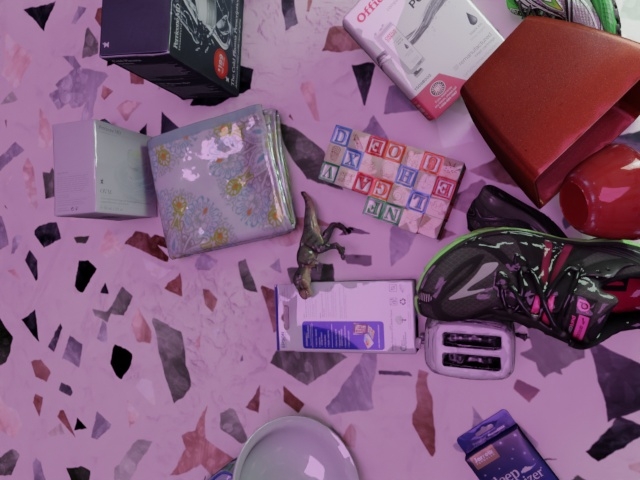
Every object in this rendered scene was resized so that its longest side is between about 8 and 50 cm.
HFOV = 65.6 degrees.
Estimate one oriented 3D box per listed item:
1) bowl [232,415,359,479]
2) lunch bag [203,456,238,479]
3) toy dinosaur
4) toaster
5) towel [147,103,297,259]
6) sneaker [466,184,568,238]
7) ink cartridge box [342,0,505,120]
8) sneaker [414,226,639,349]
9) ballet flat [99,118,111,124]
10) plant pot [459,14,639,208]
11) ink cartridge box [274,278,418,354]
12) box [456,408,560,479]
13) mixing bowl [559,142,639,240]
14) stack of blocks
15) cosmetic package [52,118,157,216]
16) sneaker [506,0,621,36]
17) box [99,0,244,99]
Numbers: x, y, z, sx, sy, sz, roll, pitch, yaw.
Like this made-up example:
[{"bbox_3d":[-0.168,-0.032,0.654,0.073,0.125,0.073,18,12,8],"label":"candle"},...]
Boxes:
[{"bbox_3d":[-0.070,0.563,1.114,0.298,0.297,0.134,49,138,13],"label":"bowl"},{"bbox_3d":[-0.192,0.699,1.209,0.303,0.115,0.243,45,105,13],"label":"lunch bag"},{"bbox_3d":[0.000,0.000,1.151,0.118,0.064,0.269,0,67,9],"label":"toy dinosaur"},{"bbox_3d":[0.313,0.215,1.021,0.226,0.146,0.129,3,91,19],"label":"toaster"},{"bbox_3d":[-0.251,-0.142,1.247,0.373,0.090,0.321,-12,85,18],"label":"towel"},{"bbox_3d":[0.402,-0.009,1.032,0.227,0.087,0.130,28,126,-2],"label":"sneaker"},{"bbox_3d":[0.210,-0.425,1.033,0.283,0.117,0.207,44,104,-7],"label":"ink cartridge box"},{"bbox_3d":[0.413,0.085,0.895,0.481,0.202,0.186,-3,113,3],"label":"sneaker"},{"bbox_3d":[-0.637,-0.241,1.390,0.074,0.074,0.204,11,95,18],"label":"ballet flat"},{"bbox_3d":[0.422,-0.254,0.941,0.267,0.267,0.236,-47,67,13],"label":"plant pot"},{"bbox_3d":[0.057,0.175,1.152,0.332,0.065,0.166,-2,89,17],"label":"ink cartridge box"},{"bbox_3d":[0.406,0.488,1.047,0.136,0.036,0.225,-40,77,14],"label":"box"},{"bbox_3d":[0.504,-0.076,0.902,0.098,0.181,0.182,-14,85,-4],"label":"mixing bowl"},{"bbox_3d":[0.151,-0.130,1.110,0.296,0.087,0.171,21,97,18],"label":"stack of blocks"},{"bbox_3d":[-0.545,-0.171,1.274,0.138,0.224,0.225,-4,89,19],"label":"cosmetic package"},{"bbox_3d":[0.470,-0.479,0.998,0.146,0.134,0.344,-37,69,22],"label":"sneaker"},{"bbox_3d":[-0.327,-0.542,1.158,0.178,0.312,0.344,3,91,19],"label":"box"}]
